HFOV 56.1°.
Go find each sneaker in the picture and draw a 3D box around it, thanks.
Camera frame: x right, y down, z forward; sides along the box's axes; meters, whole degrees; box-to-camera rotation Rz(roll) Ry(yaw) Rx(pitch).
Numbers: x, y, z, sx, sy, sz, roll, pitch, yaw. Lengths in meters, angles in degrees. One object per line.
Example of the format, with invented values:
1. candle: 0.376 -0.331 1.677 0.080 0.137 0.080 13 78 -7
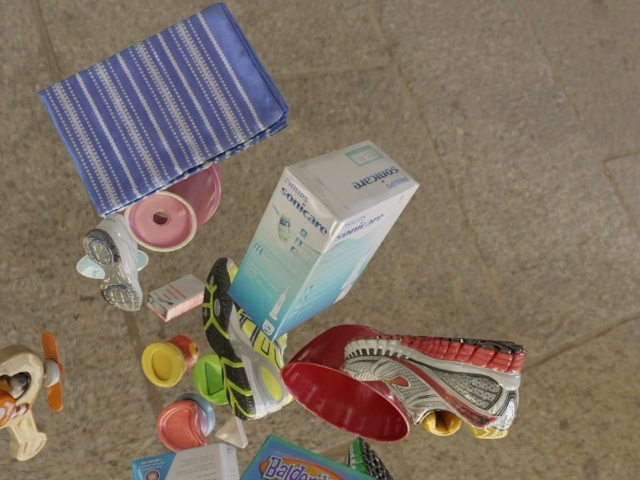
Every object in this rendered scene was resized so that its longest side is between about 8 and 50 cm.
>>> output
1. sneaker: -0.501 0.062 1.531 0.111 0.297 0.129 8 40 7
2. sneaker: 0.094 0.139 0.585 0.088 0.225 0.092 8 81 -29
3. sneaker: -0.165 0.213 1.362 0.147 0.145 0.384 -3 61 -31
4. sneaker: 0.048 0.457 1.030 0.146 0.343 0.134 -34 91 12

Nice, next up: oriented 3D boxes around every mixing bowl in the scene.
1. mixing bowl: 0.047 0.175 0.795 0.181 0.181 0.098 34 57 -7

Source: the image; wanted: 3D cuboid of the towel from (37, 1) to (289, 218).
1. towel: -0.244 -0.211 0.940 0.336 0.040 0.243 -28 81 -5

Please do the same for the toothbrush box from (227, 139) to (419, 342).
1. toothbrush box: 0.000 0.000 0.994 0.126 0.295 0.216 45 43 17

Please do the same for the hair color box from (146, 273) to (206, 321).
1. hair color box: -0.432 0.172 1.828 0.093 0.053 0.167 35 36 25

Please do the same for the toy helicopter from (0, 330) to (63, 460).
1. toy helicopter: -0.653 0.356 1.312 0.140 0.355 0.235 27 45 20

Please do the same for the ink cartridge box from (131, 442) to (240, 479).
1. ink cartridge box: -0.278 0.604 1.311 0.198 0.197 0.269 -11 69 -2

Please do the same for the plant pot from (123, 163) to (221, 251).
1. plant pot: -0.292 -0.079 1.141 0.202 0.201 0.180 17 29 -15

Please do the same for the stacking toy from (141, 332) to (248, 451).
1. stacking toy: -0.300 0.395 1.573 0.130 0.280 0.308 -30 115 -67

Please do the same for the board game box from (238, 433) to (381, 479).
1. board game box: -0.039 0.315 0.602 0.160 0.047 0.210 12 44 30

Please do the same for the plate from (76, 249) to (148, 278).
1. plate: -0.571 0.055 1.649 0.188 0.188 0.024 -4 64 -23
